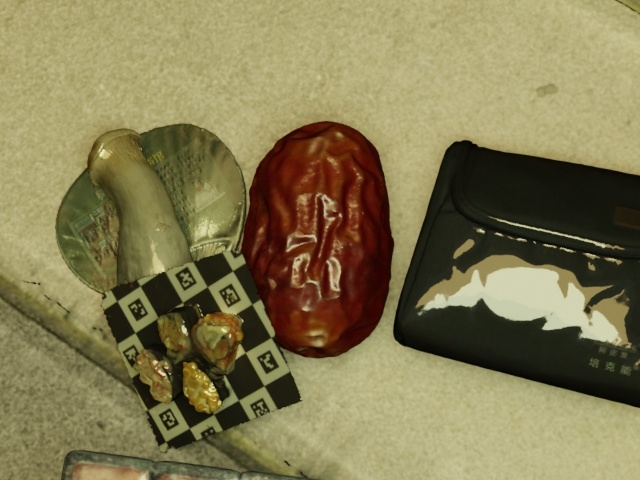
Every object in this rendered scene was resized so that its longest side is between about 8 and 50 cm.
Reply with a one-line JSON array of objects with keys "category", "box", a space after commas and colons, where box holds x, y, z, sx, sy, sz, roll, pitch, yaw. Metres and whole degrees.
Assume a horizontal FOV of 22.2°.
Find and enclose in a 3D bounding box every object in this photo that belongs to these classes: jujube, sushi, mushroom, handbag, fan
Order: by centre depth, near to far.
[{"category": "handbag", "box": [0.247, 0.012, 1.716, 0.302, 0.178, 0.275, 14, 79, 9]}, {"category": "sushi", "box": [-0.141, 0.122, 1.723, 0.210, 0.040, 0.192, -21, 93, 34]}, {"category": "jujube", "box": [0.000, 0.000, 1.750, 0.174, 0.174, 0.250, 7, 72, 8]}, {"category": "mushroom", "box": [-0.199, -0.021, 1.811, 0.081, 0.092, 0.223, -8, 74, -39]}, {"category": "fan", "box": [-0.190, 0.012, 1.848, 0.223, 0.012, 0.294, -6, 75, 5]}]

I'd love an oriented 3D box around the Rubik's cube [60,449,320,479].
[{"category": "Rubik's cube", "box": [-0.079, 0.399, 1.581, 0.344, 0.337, 0.343, 9, 78, 7]}]
